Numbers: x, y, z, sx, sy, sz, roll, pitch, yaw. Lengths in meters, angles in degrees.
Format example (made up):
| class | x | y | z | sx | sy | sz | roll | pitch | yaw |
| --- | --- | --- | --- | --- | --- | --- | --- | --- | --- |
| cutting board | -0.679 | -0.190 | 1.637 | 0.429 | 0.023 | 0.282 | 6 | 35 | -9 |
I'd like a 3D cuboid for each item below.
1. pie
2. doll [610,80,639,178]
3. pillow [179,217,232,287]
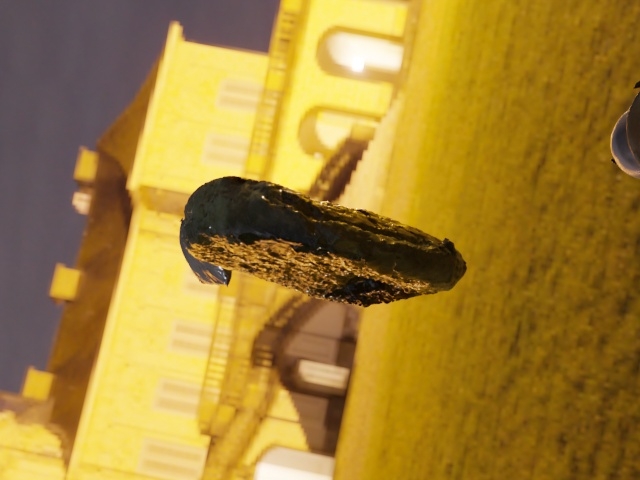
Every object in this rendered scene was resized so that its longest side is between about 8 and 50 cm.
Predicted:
| class | x | y | z | sx | sy | sz | roll | pitch | yaw |
| --- | --- | --- | --- | --- | --- | --- | --- | --- | --- |
| pie | 0.000 | 0.000 | 1.084 | 0.277 | 0.277 | 0.078 | 81 | -161 | -78 |
| doll | 0.459 | -0.161 | 1.381 | 0.144 | 0.271 | 0.208 | 64 | 165 | -5 |
| pillow | -0.207 | 0.020 | 2.124 | 0.229 | 0.051 | 0.128 | -179 | 70 | -73 |
